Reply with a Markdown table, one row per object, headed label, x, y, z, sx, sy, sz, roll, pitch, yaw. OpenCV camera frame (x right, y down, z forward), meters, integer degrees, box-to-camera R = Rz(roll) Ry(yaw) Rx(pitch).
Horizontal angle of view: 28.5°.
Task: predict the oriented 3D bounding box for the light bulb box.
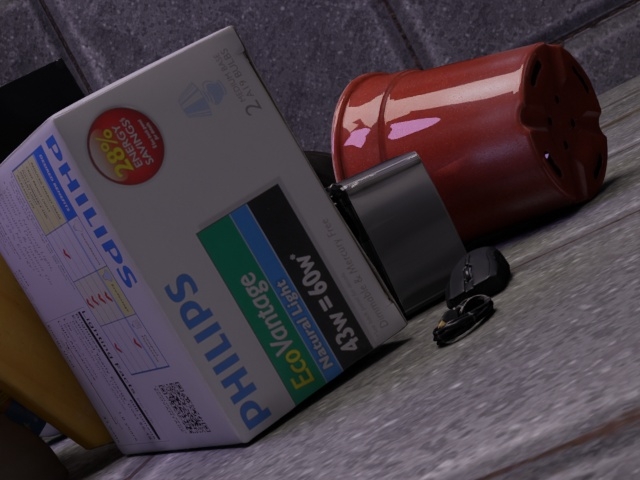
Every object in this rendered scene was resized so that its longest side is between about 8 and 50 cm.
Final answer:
| label | x | y | z | sx | sy | sz | roll | pitch | yaw |
| --- | --- | --- | --- | --- | --- | --- | --- | --- | --- |
| light bulb box | -0.156 | 0.019 | 1.333 | 0.225 | 0.358 | 0.361 | -33 | 6 | -29 |

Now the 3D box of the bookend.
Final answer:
| label | x | y | z | sx | sy | sz | roll | pitch | yaw |
| --- | --- | --- | --- | --- | --- | --- | --- | --- | --- |
| bookend | -0.356 | -0.119 | 1.416 | 0.156 | 0.072 | 0.157 | -32 | 3 | -27 |

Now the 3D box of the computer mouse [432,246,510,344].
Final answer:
| label | x | y | z | sx | sy | sz | roll | pitch | yaw |
| --- | --- | --- | --- | --- | --- | --- | --- | --- | --- |
| computer mouse | 0.142 | 0.048 | 1.234 | 0.071 | 0.041 | 0.242 | -26 | 5 | 18 |

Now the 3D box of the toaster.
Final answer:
| label | x | y | z | sx | sy | sz | roll | pitch | yaw |
| --- | --- | --- | --- | --- | --- | --- | --- | --- | --- |
| toaster | 0.083 | -0.007 | 1.429 | 0.110 | 0.168 | 0.185 | -27 | 3 | -5 |

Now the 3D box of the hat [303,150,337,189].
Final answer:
| label | x | y | z | sx | sy | sz | roll | pitch | yaw |
| --- | --- | --- | --- | --- | --- | --- | --- | --- | --- |
| hat | 0.000 | 0.000 | 1.822 | 0.331 | 0.331 | 0.134 | -34 | -31 | -56 |

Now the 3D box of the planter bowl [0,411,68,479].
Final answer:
| label | x | y | z | sx | sy | sz | roll | pitch | yaw |
| --- | --- | --- | --- | --- | --- | --- | --- | --- | --- |
| planter bowl | -0.403 | 0.277 | 1.530 | 0.162 | 0.109 | 0.162 | -28 | 3 | 2 |

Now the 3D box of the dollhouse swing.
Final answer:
| label | x | y | z | sx | sy | sz | roll | pitch | yaw |
| --- | --- | --- | --- | --- | --- | --- | --- | --- | --- |
| dollhouse swing | -0.376 | 0.076 | 1.569 | 0.315 | 0.305 | 0.347 | -10 | 42 | 40 |

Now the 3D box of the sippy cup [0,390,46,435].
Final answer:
| label | x | y | z | sx | sy | sz | roll | pitch | yaw |
| --- | --- | --- | --- | --- | --- | --- | --- | --- | --- |
| sippy cup | -0.498 | 0.232 | 1.674 | 0.305 | 0.224 | 0.240 | -47 | 36 | 27 |

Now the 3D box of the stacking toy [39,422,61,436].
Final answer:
| label | x | y | z | sx | sy | sz | roll | pitch | yaw |
| --- | --- | --- | --- | --- | --- | --- | --- | --- | --- |
| stacking toy | -0.303 | 0.140 | 1.883 | 0.480 | 0.350 | 0.350 | -47 | -3 | 21 |

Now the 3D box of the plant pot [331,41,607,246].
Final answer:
| label | x | y | z | sx | sy | sz | roll | pitch | yaw |
| --- | --- | --- | --- | --- | --- | --- | --- | --- | --- |
| plant pot | 0.201 | -0.119 | 1.598 | 0.265 | 0.272 | 0.272 | -14 | 11 | 39 |
